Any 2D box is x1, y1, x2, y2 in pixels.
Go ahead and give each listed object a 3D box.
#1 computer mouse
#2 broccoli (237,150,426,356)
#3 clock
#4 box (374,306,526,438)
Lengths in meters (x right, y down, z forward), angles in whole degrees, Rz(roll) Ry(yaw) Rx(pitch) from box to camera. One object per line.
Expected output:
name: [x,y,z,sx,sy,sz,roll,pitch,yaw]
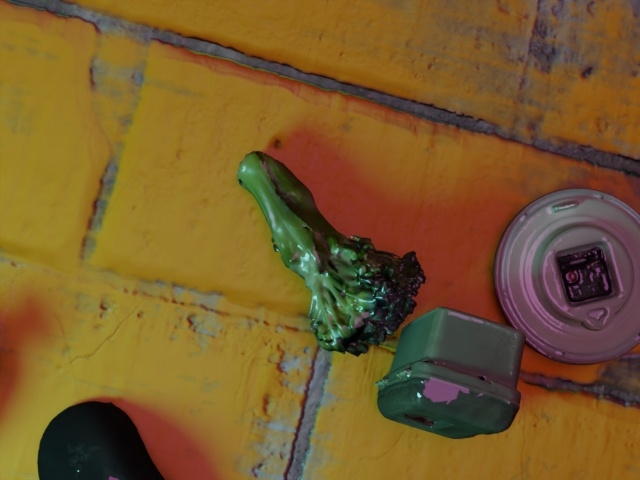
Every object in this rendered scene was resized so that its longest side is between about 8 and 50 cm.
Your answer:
computer mouse: [-0.252,0.326,1.241,0.147,0.088,0.264,-39,92,-8]
broccoli: [0.000,0.002,1.299,0.304,0.145,0.165,48,118,10]
clock: [0.354,0.048,1.365,0.244,0.056,0.244,1,84,-8]
box: [0.160,0.169,1.250,0.148,0.210,0.129,18,74,-6]
